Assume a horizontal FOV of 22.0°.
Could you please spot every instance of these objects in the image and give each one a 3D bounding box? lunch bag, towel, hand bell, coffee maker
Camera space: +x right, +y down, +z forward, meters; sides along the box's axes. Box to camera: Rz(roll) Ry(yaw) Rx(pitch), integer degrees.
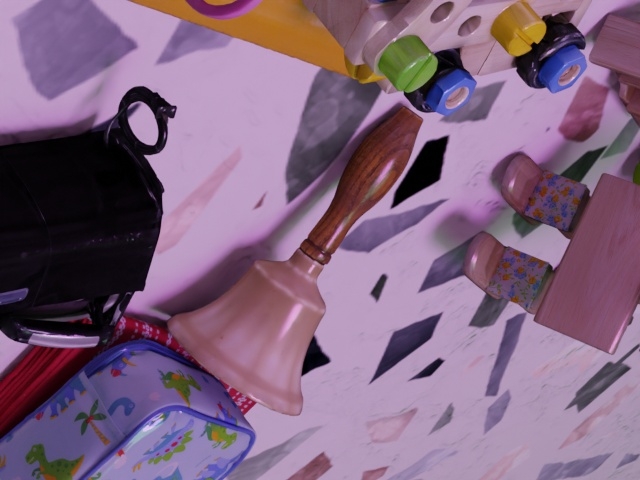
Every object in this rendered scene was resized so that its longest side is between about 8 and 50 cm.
[{"bbox_3d":[-0.166,0.180,1.256,0.219,0.090,0.176,-43,149,10],"label":"lunch bag"},{"bbox_3d":[-0.167,0.142,1.323,0.199,0.031,0.275,-44,150,14],"label":"towel"},{"bbox_3d":[0.000,0.000,1.256,0.242,0.126,0.126,-56,147,7],"label":"hand bell"},{"bbox_3d":[-0.199,-0.015,1.006,0.178,0.120,0.171,-8,117,-41],"label":"coffee maker"}]

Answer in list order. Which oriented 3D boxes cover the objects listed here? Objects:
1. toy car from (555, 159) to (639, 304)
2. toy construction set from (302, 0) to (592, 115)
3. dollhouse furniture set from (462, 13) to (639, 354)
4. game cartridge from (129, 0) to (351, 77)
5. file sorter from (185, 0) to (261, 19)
[{"bbox_3d":[0.322,0.002,1.581,0.155,0.149,0.188,0,163,-42],"label":"toy car"},{"bbox_3d":[0.124,-0.175,0.984,0.327,0.151,0.215,-2,138,-29],"label":"toy construction set"},{"bbox_3d":[0.252,-0.034,1.342,0.242,0.212,0.161,-64,151,-5],"label":"dollhouse furniture set"},{"bbox_3d":[0.038,-0.247,0.965,0.324,0.053,0.285,-50,148,21],"label":"game cartridge"},{"bbox_3d":[-0.107,-0.238,0.692,0.202,0.182,0.290,-48,149,18],"label":"file sorter"}]
